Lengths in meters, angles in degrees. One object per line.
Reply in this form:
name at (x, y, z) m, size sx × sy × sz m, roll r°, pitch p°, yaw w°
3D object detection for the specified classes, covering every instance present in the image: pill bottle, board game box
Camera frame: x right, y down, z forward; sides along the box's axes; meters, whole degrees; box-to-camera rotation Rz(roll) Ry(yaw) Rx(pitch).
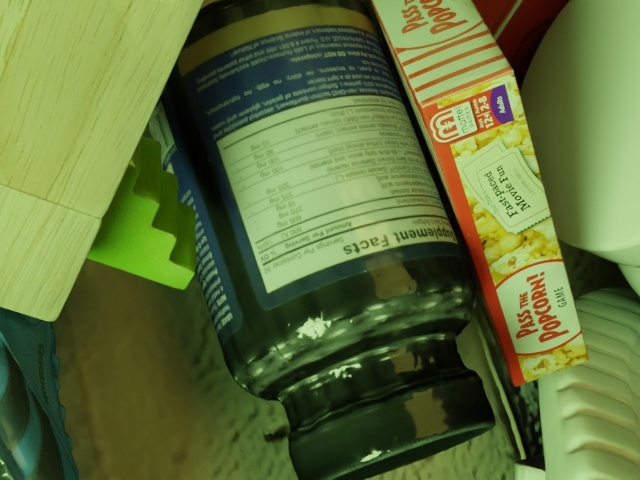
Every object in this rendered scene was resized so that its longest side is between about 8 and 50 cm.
pill bottle at (0.327, -0.029, 0.758) m, size 0.408 × 0.229 × 0.229 m, roll 17°, pitch 55°, yaw -31°
board game box at (0.078, -0.043, 0.629) m, size 0.147 × 0.045 × 0.193 m, roll -106°, pitch 174°, yaw -50°
pill bottle at (0.000, 0.000, 0.582) m, size 0.123 × 0.123 × 0.219 m, roll -6°, pitch 70°, yaw -43°

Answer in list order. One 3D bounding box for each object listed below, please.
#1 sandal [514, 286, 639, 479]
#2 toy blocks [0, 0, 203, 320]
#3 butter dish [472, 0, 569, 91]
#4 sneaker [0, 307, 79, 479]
sandal at (0.169, 0.148, 0.659) m, size 0.169 × 0.102 × 0.416 m, roll 32°, pitch 28°, yaw 2°
toy blocks at (-0.168, -0.143, 0.371) m, size 0.381 × 0.261 × 0.191 m, roll 20°, pitch 29°, yaw -17°
butter dish at (0.110, -0.152, 0.776) m, size 0.160 × 0.160 × 0.118 m, roll 4°, pitch 40°, yaw -40°
sneaker at (-0.122, 0.061, 0.477) m, size 0.082 × 0.069 × 0.209 m, roll -22°, pitch 81°, yaw -50°
